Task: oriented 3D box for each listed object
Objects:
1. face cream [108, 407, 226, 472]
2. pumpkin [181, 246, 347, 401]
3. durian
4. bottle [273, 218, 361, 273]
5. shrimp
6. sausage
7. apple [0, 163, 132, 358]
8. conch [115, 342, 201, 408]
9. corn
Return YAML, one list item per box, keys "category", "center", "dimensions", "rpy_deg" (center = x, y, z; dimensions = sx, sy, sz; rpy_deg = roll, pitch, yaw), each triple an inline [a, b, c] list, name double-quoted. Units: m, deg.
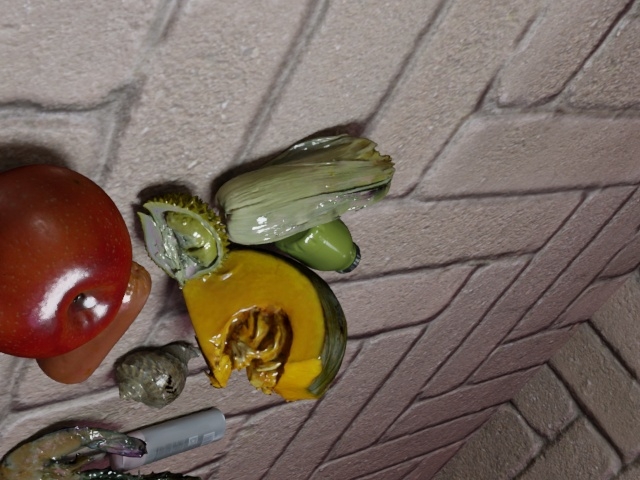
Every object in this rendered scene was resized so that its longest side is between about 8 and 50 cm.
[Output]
- category: "face cream"
  center: [-0.348, 0.455, 2.113]
  dimensions: [0.269, 0.073, 0.107]
  rpy_deg: [-12, 138, -37]
- category: "pumpkin"
  center: [-0.101, 0.148, 1.680]
  dimensions: [0.304, 0.256, 0.225]
  rpy_deg: [4, 160, 3]
- category: "durian"
  center: [-0.213, 0.002, 1.494]
  dimensions: [0.102, 0.147, 0.208]
  rpy_deg: [-67, 170, -48]
- category: "bottle"
  center: [0.000, 0.000, 1.737]
  dimensions: [0.112, 0.112, 0.260]
  rpy_deg: [-40, 152, 9]
- category: "shrimp"
  center: [-0.450, 0.484, 1.952]
  dimensions: [0.445, 0.085, 0.272]
  rpy_deg: [10, 124, -28]
- category: "sausage"
  center: [-0.376, 0.129, 1.539]
  dimensions: [0.114, 0.113, 0.259]
  rpy_deg: [3, 135, -49]
- category: "apple"
  center: [-0.379, 0.032, 1.232]
  dimensions: [0.260, 0.217, 0.260]
  rpy_deg: [-45, 162, -20]
- category: "conch"
  center: [-0.328, 0.263, 1.840]
  dimensions: [0.155, 0.130, 0.207]
  rpy_deg: [-15, -164, 42]
- category: "corn"
  center: [-0.026, -0.084, 1.547]
  dimensions: [0.305, 0.123, 0.122]
  rpy_deg: [-22, 134, -17]
